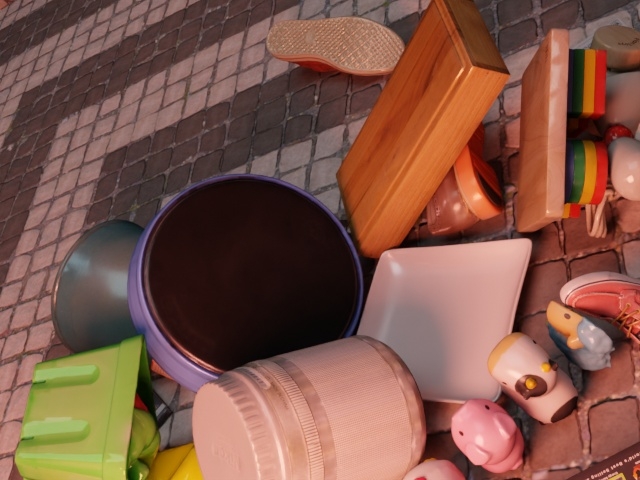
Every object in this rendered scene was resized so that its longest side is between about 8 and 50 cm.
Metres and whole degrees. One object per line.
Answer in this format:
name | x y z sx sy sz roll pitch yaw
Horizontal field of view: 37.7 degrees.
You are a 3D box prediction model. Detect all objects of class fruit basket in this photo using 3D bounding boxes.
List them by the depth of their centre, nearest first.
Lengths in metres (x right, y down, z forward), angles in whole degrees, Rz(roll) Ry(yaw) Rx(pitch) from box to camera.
fruit basket | -0.254 0.353 1.448 0.392 0.392 0.282 -23 45 24

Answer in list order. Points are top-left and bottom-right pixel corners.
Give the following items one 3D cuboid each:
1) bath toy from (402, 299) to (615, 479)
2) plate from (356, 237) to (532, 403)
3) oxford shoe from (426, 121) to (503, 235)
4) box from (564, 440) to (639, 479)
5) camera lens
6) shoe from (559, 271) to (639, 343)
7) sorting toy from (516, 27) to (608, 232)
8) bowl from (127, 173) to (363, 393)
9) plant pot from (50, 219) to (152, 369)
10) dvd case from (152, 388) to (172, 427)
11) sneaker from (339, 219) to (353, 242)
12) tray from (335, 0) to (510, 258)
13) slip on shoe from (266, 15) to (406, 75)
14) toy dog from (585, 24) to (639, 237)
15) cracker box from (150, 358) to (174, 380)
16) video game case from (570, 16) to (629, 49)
bath toy | 0.234 0.242 1.214 0.348 0.151 0.129 -49 19 -2
plate | 0.183 0.130 1.445 0.277 0.045 0.278 -5 53 37
oxford shoe | 0.208 -0.166 1.622 0.133 0.130 0.363 -30 41 26
box | 0.292 0.440 1.042 0.395 0.097 0.318 -31 44 15
camera lens | -0.010 0.258 1.286 0.274 0.219 0.219 -10 27 -31
shoe | 0.400 0.093 1.210 0.081 0.178 0.063 -103 27 -43
sorting toy | 0.352 -0.146 1.361 0.090 0.257 0.255 3 86 3
bowl | -0.113 0.069 1.520 0.077 0.391 0.391 120 172 -63
plant pot | -0.303 0.120 1.722 0.255 0.271 0.271 15 66 31
dvd case | -0.385 0.332 1.777 0.164 0.018 0.221 -50 40 -7
sneaker | 0.000 0.000 1.694 0.188 0.071 0.066 -27 42 21
tray | 0.149 -0.180 1.539 0.202 0.076 0.411 -103 32 -41
slip on shoe | 0.041 -0.408 1.993 0.331 0.101 0.123 12 86 32
toy dog | 0.480 -0.171 1.368 0.161 0.220 0.333 2 60 4
cracker box | -0.141 0.185 1.544 0.067 0.232 0.155 119 175 -65
video game case | 0.472 -0.296 1.588 0.157 0.019 0.143 -34 41 12
